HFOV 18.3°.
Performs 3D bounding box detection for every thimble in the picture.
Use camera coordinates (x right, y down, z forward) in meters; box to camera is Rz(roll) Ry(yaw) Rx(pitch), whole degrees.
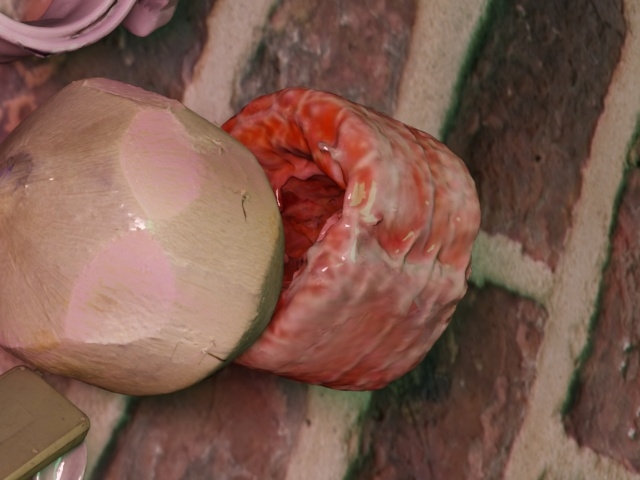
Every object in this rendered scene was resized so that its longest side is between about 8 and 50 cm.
[{"bbox_3d":[0.000,0.000,1.586,0.162,0.239,0.239,22,65,-39],"label":"thimble"}]

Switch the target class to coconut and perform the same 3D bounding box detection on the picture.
[{"bbox_3d":[-0.153,-0.006,1.448,0.230,0.227,0.227,33,59,-42],"label":"coconut"}]

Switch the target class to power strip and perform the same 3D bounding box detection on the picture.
[{"bbox_3d":[-0.234,0.143,1.383,0.076,0.028,0.169,39,34,13],"label":"power strip"}]

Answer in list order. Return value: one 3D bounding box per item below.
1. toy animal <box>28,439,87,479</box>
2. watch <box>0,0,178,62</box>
[{"bbox_3d":[-0.203,0.238,1.452,0.181,0.131,0.127,62,15,-23],"label":"toy animal"},{"bbox_3d":[-0.213,-0.260,1.488,0.217,0.211,0.248,-19,102,-35],"label":"watch"}]
